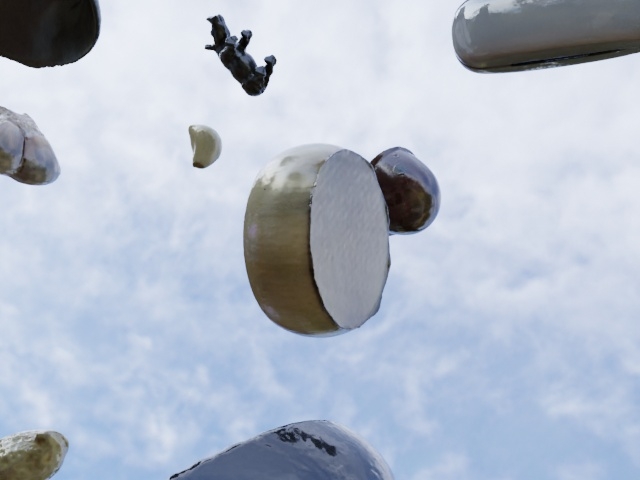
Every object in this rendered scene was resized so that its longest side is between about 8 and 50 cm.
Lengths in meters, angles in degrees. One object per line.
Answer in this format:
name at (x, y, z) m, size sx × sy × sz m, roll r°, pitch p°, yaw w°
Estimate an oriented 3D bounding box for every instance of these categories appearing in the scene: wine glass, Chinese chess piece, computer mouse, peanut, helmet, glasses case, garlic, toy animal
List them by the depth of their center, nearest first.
computer mouse at (-0.016, 0.206, 0.758) m, size 0.086 × 0.270 × 0.137 m, roll -43°, pitch -108°, yaw 35°
glasses case at (0.255, -0.231, 1.082) m, size 0.233 × 0.092 × 0.059 m, roll -7°, pitch -24°, yaw 18°
wine glass at (-0.268, -0.413, 1.114) m, size 0.267 × 0.406 × 0.267 m, roll 18°, pitch -32°, yaw 12°
peanut at (-0.392, 0.294, 1.265) m, size 0.187 × 0.082 × 0.082 m, roll -41°, pitch -70°, yaw 5°
Chinese chess piece at (0.000, 0.000, 1.349) m, size 0.104 × 0.257 × 0.257 m, roll -2°, pitch -52°, yaw 27°
toy animal at (-0.114, -0.251, 1.366) m, size 0.135 × 0.047 × 0.065 m, roll 49°, pitch -35°, yaw 14°
garlic at (-0.180, -0.148, 1.595) m, size 0.053 × 0.083 × 0.041 m, roll -4°, pitch -36°, yaw -2°
garlic at (-0.505, -0.143, 1.663) m, size 0.099 × 0.174 × 0.124 m, roll -48°, pitch -116°, yaw 17°
helmet at (0.151, -0.064, 1.751) m, size 0.106 × 0.155 × 0.175 m, roll 33°, pitch -25°, yaw 42°
